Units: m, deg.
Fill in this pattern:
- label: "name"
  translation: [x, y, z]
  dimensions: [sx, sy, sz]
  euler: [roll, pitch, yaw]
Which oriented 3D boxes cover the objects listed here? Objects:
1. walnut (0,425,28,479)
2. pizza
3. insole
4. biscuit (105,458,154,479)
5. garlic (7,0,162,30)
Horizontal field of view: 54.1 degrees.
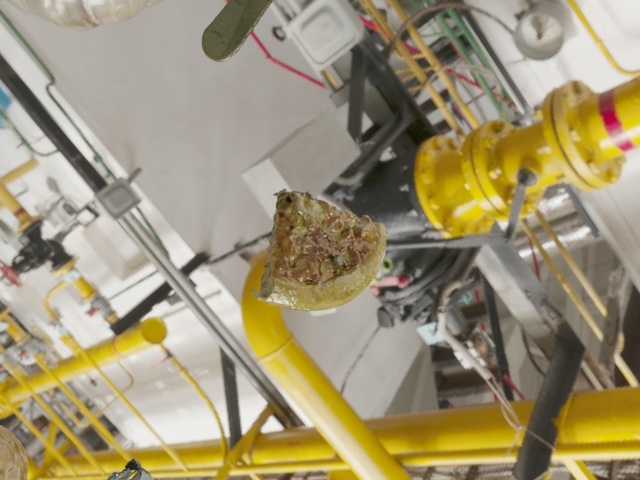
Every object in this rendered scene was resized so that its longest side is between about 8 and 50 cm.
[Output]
- label: "walnut"
  translation: [-0.643, 0.444, 1.103]
  dimensions: [0.224, 0.257, 0.257]
  euler: [7, -139, 41]
- label: "pizza"
  translation: [0.000, 0.000, 0.918]
  dimensions: [0.292, 0.197, 0.058]
  euler: [-21, 167, -44]
- label: "insole"
  translation: [-0.078, -0.433, 0.983]
  dimensions: [0.349, 0.119, 0.009]
  euler: [-55, 148, 5]
- label: "biscuit"
  translation: [-0.265, 0.508, 1.044]
  dimensions: [0.186, 0.309, 0.079]
  euler: [-40, -163, 10]
- label: "garlic"
  translation: [-0.353, -0.447, 0.935]
  dimensions: [0.321, 0.241, 0.322]
  euler: [2, -152, -1]
